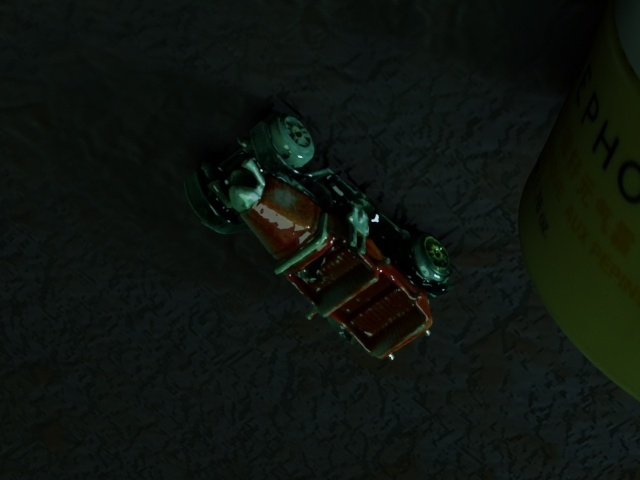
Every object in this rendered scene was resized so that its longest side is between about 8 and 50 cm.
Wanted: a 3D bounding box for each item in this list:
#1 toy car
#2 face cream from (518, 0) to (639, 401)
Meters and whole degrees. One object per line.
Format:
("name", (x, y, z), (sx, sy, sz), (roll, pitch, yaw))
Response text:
("toy car", (0.000, 0.000, 0.986), (0.073, 0.054, 0.143), (-35, 119, 28))
("face cream", (0.214, -0.040, 0.828), (0.218, 0.218, 0.179), (16, 130, -7))
